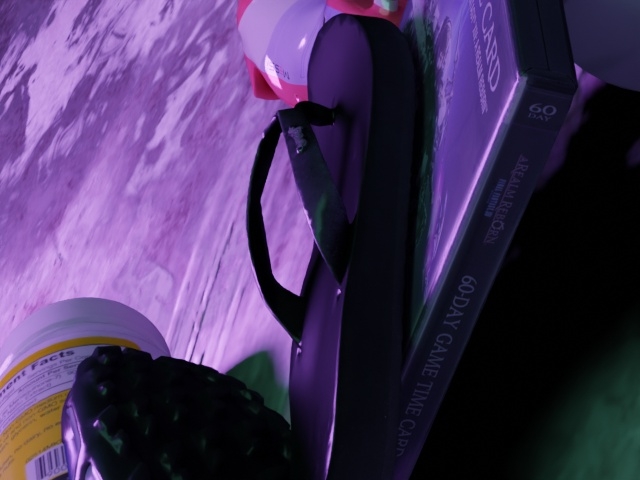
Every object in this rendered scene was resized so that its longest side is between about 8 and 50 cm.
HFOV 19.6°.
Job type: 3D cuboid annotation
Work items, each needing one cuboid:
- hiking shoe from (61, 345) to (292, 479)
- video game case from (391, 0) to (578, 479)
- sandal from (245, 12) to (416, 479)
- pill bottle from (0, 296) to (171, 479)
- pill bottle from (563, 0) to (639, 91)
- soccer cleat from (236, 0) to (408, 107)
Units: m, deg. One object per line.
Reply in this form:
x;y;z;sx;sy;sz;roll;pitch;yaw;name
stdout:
-0.053;0.163;0.721;0.132;0.113;0.304;-58;35;24;hiking shoe
0.041;-0.018;0.767;0.196;0.026;0.274;-91;16;-48;video game case
0.000;0.000;0.743;0.097;0.054;0.254;112;165;-47;sandal
-0.110;0.118;0.929;0.119;0.119;0.208;-55;24;16;pill bottle
0.144;-0.153;0.724;0.103;0.103;0.184;-26;42;53;pill bottle
0.020;-0.101;0.980;0.248;0.083;0.095;-148;57;-62;soccer cleat
